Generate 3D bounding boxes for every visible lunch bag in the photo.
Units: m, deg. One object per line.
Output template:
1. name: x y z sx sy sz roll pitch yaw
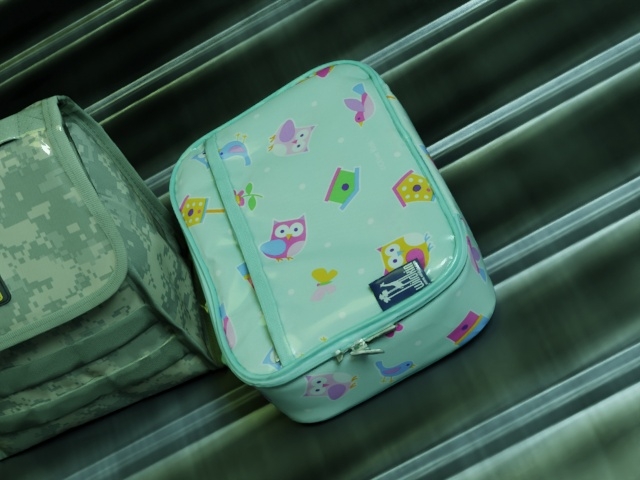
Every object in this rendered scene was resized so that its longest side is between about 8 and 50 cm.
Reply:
1. lunch bag: -0.243 0.029 1.038 0.235 0.287 0.169 -23 51 9
2. lunch bag: 0.000 0.000 1.053 0.224 0.108 0.279 -28 51 6
